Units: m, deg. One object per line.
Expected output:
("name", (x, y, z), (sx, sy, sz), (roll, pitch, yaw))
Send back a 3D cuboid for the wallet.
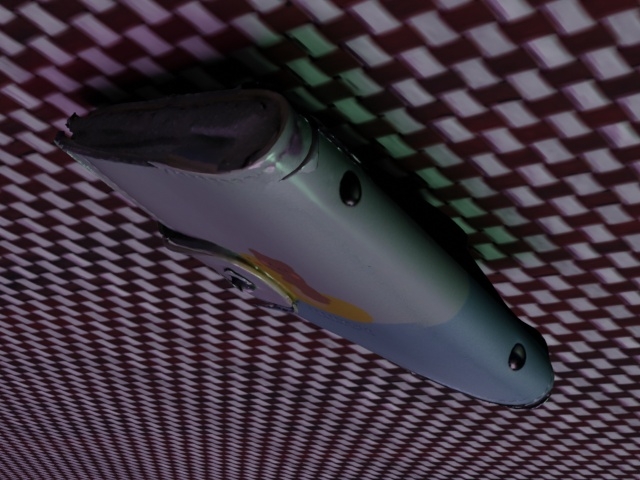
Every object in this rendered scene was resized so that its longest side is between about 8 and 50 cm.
("wallet", (0.000, 0.000, 0.467), (0.170, 0.069, 0.231), (12, 159, 45))
